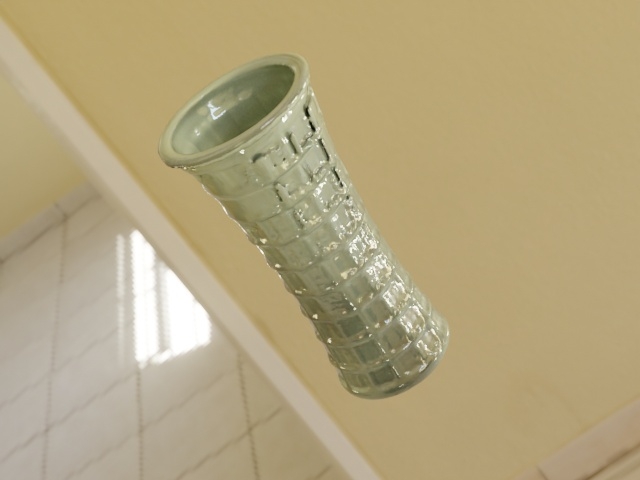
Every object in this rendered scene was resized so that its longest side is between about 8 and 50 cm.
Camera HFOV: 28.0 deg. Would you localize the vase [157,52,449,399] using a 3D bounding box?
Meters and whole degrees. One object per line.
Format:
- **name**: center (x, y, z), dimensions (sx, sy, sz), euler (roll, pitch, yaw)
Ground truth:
- **vase**: center (0.000, 0.000, 1.101), dimensions (0.143, 0.299, 0.143), euler (-26, 29, 16)
